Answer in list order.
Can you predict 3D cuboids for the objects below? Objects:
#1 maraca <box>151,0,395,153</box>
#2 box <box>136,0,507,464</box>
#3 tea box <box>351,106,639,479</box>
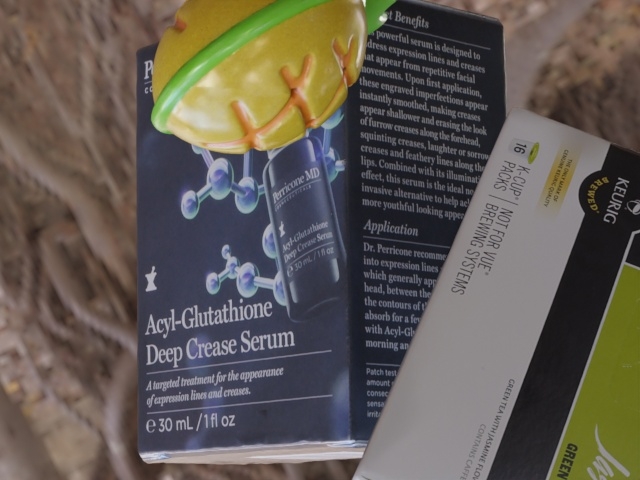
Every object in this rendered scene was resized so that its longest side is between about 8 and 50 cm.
[{"bbox_3d":[-0.019,-0.110,1.028,0.185,0.099,0.127,-29,172,-36],"label":"maraca"},{"bbox_3d":[0.000,0.000,1.649,0.212,0.395,0.293,7,167,-42],"label":"box"},{"bbox_3d":[0.211,0.137,1.267,0.220,0.323,0.329,102,11,-56],"label":"tea box"}]
